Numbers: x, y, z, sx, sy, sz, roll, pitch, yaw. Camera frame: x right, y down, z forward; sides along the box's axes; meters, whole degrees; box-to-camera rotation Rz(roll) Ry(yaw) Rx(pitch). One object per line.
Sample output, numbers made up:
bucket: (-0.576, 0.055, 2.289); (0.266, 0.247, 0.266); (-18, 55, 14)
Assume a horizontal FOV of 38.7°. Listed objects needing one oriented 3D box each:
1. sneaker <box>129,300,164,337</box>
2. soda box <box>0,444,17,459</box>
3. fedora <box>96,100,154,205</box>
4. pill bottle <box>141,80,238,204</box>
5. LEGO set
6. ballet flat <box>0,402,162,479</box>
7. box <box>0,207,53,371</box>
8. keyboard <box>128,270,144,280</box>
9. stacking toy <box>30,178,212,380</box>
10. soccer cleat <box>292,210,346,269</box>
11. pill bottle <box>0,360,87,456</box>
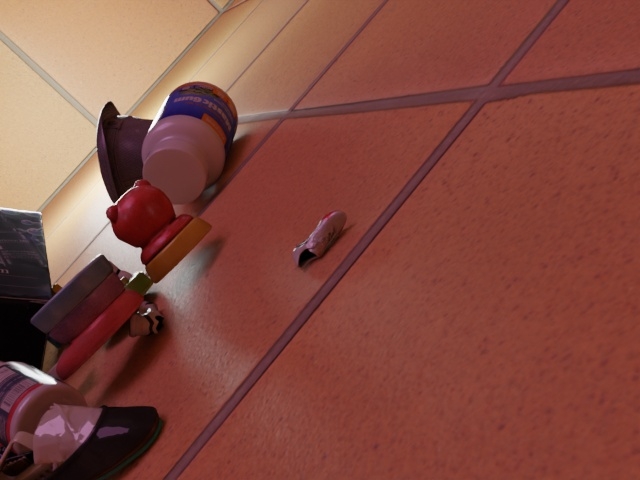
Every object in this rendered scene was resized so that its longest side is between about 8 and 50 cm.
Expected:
sneaker: (-0.241, 0.114, 1.294); (0.109, 0.043, 0.040); (-90, 1, -77)
soda box: (-0.434, 0.302, 1.253); (0.060, 0.053, 0.169); (-8, 27, 5)
fedora: (-0.365, -0.177, 1.897); (0.124, 0.244, 0.275); (-12, 24, 7)
pill bottle: (-0.243, -0.178, 1.681); (0.152, 0.152, 0.272); (-38, 22, 22)
LEGO set: (-0.450, 0.111, 1.628); (0.227, 0.093, 0.087); (-34, 23, 30)
ballet flat: (-0.307, 0.252, 1.060); (0.280, 0.096, 0.095); (-36, 22, 27)
box: (-0.628, 0.096, 1.554); (0.395, 0.293, 0.212); (-130, 51, -60)
keyboard: (-0.387, 0.152, 1.539); (0.256, 0.014, 0.072); (-52, 20, -15)
stacking toy: (-0.331, 0.065, 1.332); (0.279, 0.130, 0.309); (-38, 10, 40)
soccer cleat: (0.000, 0.000, 1.029); (0.083, 0.029, 0.036); (-42, 29, 21)
pill bottle: (-0.402, 0.221, 1.218); (0.180, 0.108, 0.108); (13, 59, 44)
